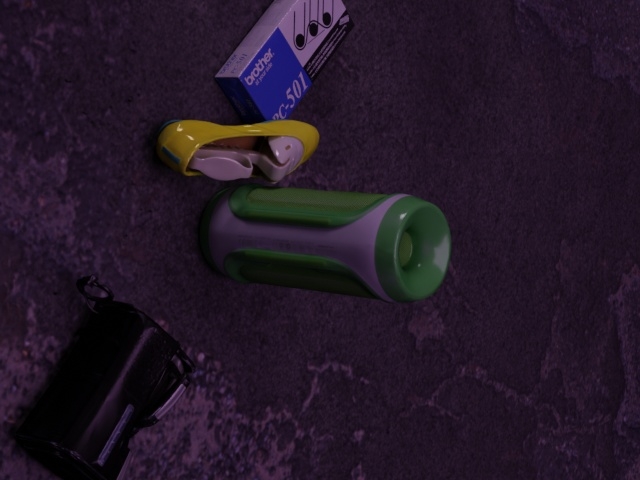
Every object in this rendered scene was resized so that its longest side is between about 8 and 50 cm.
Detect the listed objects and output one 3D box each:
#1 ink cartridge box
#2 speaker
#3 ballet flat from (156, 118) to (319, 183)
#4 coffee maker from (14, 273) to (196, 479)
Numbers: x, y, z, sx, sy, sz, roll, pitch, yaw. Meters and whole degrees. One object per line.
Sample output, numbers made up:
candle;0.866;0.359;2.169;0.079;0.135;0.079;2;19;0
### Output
ink cartridge box;-0.041;-0.237;1.673;0.207;0.046;0.097;-56;132;-28
speaker;0.000;0.000;1.555;0.131;0.296;0.131;-8;101;-49
ballet flat;-0.085;-0.099;1.580;0.231;0.077;0.077;-1;124;-37
coffee maker;-0.246;0.162;1.445;0.171;0.120;0.178;40;61;-19
